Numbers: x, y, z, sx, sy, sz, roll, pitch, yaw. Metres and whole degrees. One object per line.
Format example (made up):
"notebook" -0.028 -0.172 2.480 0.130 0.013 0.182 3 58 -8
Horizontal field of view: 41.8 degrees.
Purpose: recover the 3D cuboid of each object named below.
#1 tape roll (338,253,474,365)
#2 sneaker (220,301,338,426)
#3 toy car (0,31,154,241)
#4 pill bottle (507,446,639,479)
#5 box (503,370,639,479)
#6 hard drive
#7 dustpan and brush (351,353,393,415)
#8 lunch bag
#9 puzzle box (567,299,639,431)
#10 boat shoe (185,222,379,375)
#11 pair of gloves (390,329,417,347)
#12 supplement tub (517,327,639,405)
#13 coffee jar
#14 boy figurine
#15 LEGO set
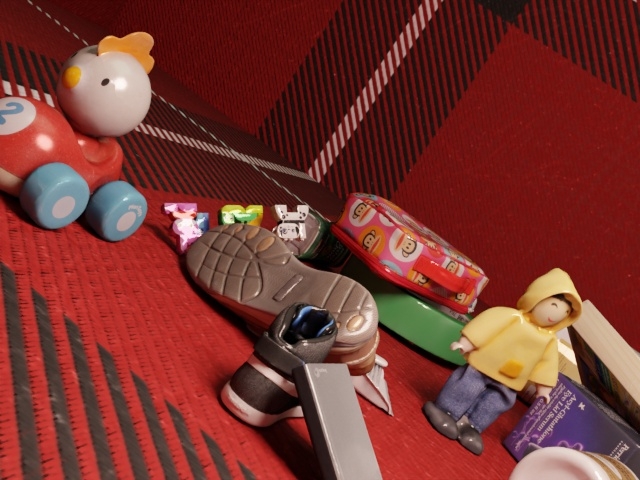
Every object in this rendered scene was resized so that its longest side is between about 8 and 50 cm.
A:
"tape roll" 0.184 0.133 1.692 0.321 0.077 0.321 30 8 -5
"sneaker" -0.017 0.122 0.885 0.079 0.121 0.217 37 9 11
"toy car" -0.291 -0.161 1.007 0.219 0.238 0.210 38 9 24
"pill bottle" 0.330 0.329 1.039 0.131 0.131 0.229 41 10 37
"box" 0.402 0.325 1.264 0.108 0.153 0.207 30 9 -28
"hard drive" 0.018 0.183 0.788 0.094 0.022 0.135 17 52 -63
"dustpan and brush" 0.026 0.140 1.158 0.211 0.060 0.147 34 8 -5
"lunch bag" 0.184 0.032 1.597 0.293 0.120 0.258 26 10 -40
"puzzle box" 0.532 0.315 1.408 0.409 0.052 0.272 61 -1 -43
"boat shoe" -0.055 0.081 1.074 0.324 0.123 0.116 31 -30 40
"pair of gloves" 0.168 0.186 1.615 0.074 0.010 0.083 35 9 30
"supplement tub" 0.541 0.281 1.778 0.316 0.228 0.228 38 9 17
"coffee jar" 0.000 0.000 1.717 0.079 0.096 0.184 38 9 27
"boy figurine" 0.279 0.171 1.209 0.177 0.285 0.092 36 8 -14
"LEGO set" -0.131 0.001 1.242 0.227 0.093 0.087 -1 -11 -29
